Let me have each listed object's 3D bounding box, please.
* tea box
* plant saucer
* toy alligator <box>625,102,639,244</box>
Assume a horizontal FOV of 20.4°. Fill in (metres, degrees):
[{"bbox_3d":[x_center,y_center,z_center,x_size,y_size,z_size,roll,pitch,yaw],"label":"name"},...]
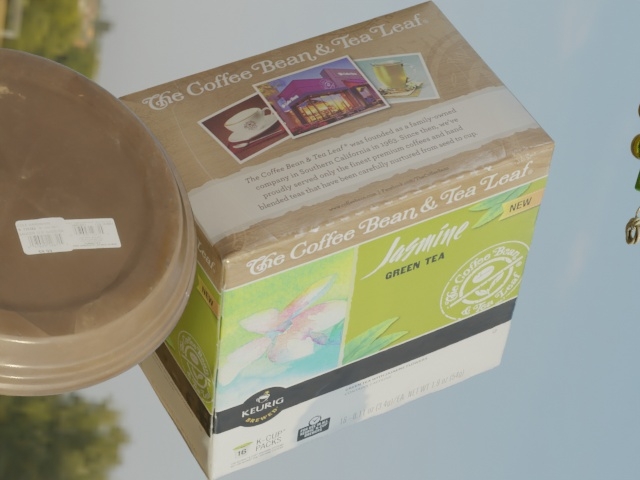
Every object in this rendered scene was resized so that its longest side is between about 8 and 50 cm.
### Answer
[{"bbox_3d":[0.000,0.000,1.633,0.220,0.329,0.323,54,-26,34],"label":"tea box"},{"bbox_3d":[-0.207,-0.026,1.173,0.041,0.278,0.278,127,-29,-47],"label":"plant saucer"},{"bbox_3d":[0.357,-0.086,1.841,0.056,0.051,0.189,22,-76,59],"label":"toy alligator"}]
